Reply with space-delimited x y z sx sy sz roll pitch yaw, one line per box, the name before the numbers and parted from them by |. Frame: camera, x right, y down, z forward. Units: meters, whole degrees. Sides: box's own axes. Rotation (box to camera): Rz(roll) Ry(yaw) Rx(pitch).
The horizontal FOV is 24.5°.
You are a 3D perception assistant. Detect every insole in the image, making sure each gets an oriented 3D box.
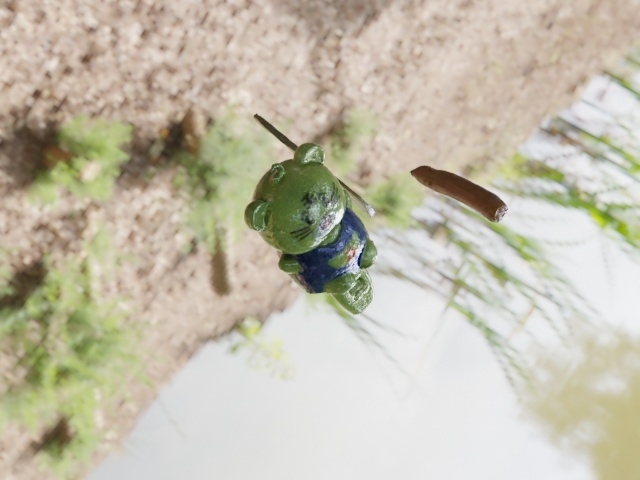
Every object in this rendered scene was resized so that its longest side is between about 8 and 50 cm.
insole | -0.009 -0.084 1.630 0.010 0.192 0.063 -48 148 -1

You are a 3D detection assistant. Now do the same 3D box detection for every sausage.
sausage | 0.215 -0.074 2.265 0.047 0.176 0.040 -32 135 -31

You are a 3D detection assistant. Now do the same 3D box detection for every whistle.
whistle | 0.000 0.000 1.443 0.105 0.085 0.227 -48 135 -15
